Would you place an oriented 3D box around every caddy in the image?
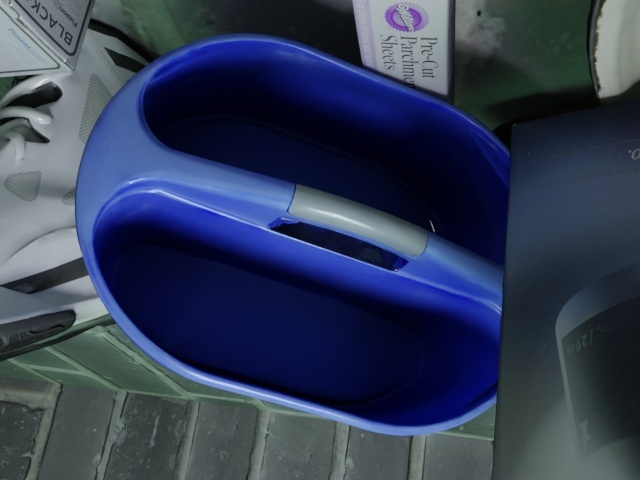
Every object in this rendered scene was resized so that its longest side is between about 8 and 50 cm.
[{"bbox_3d":[0.000,0.000,0.548,0.341,0.242,0.179,18,165,-15],"label":"caddy"}]

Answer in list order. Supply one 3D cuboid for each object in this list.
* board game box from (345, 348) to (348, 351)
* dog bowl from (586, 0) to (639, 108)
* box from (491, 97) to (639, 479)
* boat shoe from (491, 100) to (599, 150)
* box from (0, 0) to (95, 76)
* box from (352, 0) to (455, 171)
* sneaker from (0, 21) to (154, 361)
[{"bbox_3d":[0.006,0.021,0.759,0.136,0.260,0.030,-4,127,26],"label":"board game box"},{"bbox_3d":[0.326,-0.153,0.322,0.407,0.151,0.408,7,158,3],"label":"dog bowl"},{"bbox_3d":[0.246,0.082,0.339,0.296,0.294,0.182,-9,152,37],"label":"box"},{"bbox_3d":[0.268,-0.078,0.632,0.257,0.095,0.095,0,171,37],"label":"boat shoe"},{"bbox_3d":[-0.332,-0.195,0.560,0.289,0.087,0.169,0,157,22],"label":"box"},{"bbox_3d":[0.076,-0.117,0.625,0.067,0.063,0.324,5,158,10],"label":"box"},{"bbox_3d":[-0.269,-0.036,0.631,0.447,0.258,0.169,-16,174,-40],"label":"sneaker"}]
